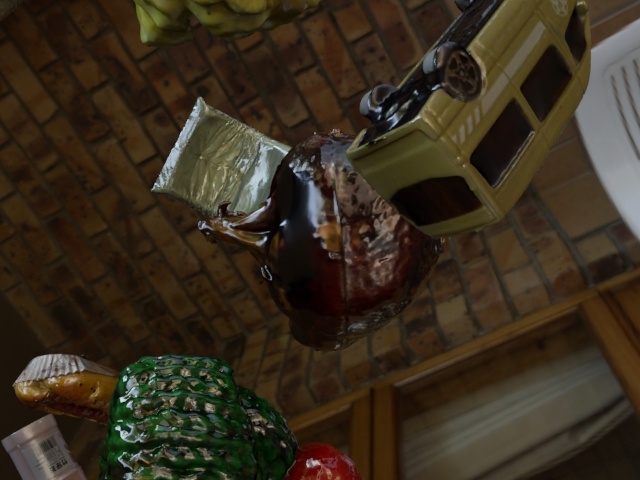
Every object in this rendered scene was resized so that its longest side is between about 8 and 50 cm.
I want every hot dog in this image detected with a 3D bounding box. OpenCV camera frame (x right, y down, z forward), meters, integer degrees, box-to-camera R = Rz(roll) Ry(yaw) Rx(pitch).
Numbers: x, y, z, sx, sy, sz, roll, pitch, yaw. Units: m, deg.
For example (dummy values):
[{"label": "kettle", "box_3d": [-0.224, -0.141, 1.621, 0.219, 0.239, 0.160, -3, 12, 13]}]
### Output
[{"label": "hot dog", "box_3d": [-0.316, 0.229, 1.010, 0.253, 0.131, 0.069, 36, -137, -45]}]

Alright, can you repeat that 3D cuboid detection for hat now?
[{"label": "hat", "box_3d": [-0.106, 0.284, 0.881, 0.332, 0.274, 0.242, 8, -146, -19]}]

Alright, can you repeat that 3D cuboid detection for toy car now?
[{"label": "toy car", "box_3d": [0.133, -0.123, 0.532, 0.124, 0.101, 0.256, 47, -119, -15]}]

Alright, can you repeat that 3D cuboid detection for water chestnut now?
[{"label": "water chestnut", "box_3d": [0.000, 0.000, 1.015, 0.335, 0.347, 0.335, 175, 90, -80]}]

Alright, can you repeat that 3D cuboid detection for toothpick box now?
[{"label": "toothpick box", "box_3d": [-0.504, 0.407, 1.277, 0.149, 0.098, 0.098, 60, -166, 3]}]

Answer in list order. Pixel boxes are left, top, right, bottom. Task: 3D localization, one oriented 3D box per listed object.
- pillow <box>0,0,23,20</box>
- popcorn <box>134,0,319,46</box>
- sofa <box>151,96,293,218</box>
[{"label": "pillow", "box_3d": [-0.364, -0.352, 0.769, 0.270, 0.067, 0.173, 120, 175, -67]}, {"label": "popcorn", "box_3d": [-0.087, -0.282, 0.588, 0.256, 0.255, 0.195, 8, -164, -30]}, {"label": "sofa", "box_3d": [-0.150, -0.120, 1.289, 0.225, 0.210, 0.176, 30, -178, 31]}]
